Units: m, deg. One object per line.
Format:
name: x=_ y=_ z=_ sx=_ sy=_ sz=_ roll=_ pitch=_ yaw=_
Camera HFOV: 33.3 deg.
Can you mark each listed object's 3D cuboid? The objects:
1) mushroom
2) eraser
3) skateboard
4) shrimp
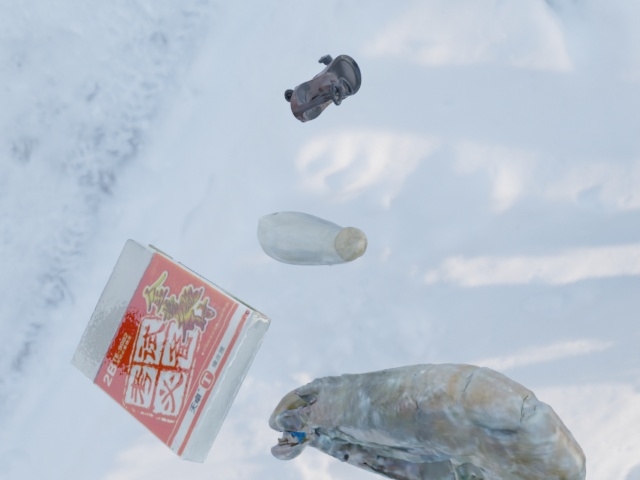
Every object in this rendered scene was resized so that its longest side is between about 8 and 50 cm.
mushroom: x=0.000 y=0.000 z=2.030 sx=0.118 sy=0.270 sz=0.103 roll=13 pitch=84 yaw=-45
eraser: x=-0.159 y=0.105 z=1.095 sx=0.038 sy=0.230 sz=0.157 roll=23 pitch=93 yaw=-45
skateboard: x=0.014 y=-0.200 z=1.414 sx=0.080 sy=0.151 sz=0.067 roll=-13 pitch=111 yaw=35
shrimp: x=0.108 y=0.228 z=1.243 sx=0.110 sy=0.445 sz=0.221 roll=-49 pitch=123 yaw=-35
